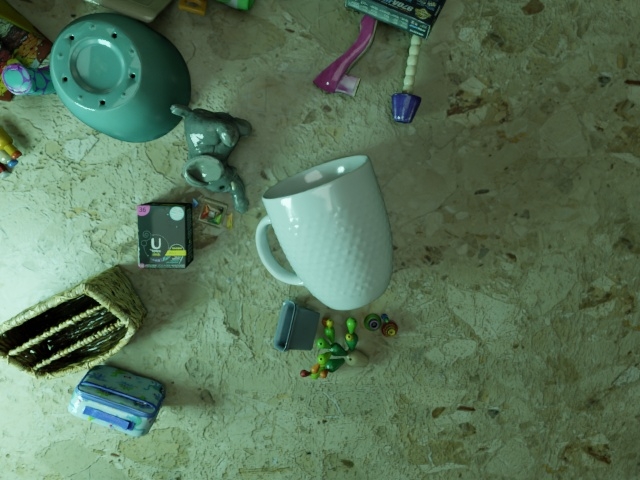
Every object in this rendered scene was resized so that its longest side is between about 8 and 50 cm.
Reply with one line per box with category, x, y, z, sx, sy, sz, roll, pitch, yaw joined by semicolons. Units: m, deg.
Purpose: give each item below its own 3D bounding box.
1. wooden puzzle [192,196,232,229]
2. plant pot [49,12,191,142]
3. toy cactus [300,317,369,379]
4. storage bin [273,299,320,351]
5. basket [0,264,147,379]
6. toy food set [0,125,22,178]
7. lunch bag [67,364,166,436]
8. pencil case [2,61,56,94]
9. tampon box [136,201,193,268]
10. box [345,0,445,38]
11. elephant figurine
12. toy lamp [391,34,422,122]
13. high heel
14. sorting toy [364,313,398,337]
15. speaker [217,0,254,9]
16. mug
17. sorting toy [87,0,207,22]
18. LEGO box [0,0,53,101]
wooden puzzle;-0.289;-0.072;1.247;0.116;0.014;0.079;11;98;-6
plant pot;-0.470;-0.378;1.070;0.292;0.235;0.293;-1;100;-4
toy cactus;0.054;0.314;1.311;0.180;0.112;0.219;28;94;-28
storage bin;-0.064;0.240;1.281;0.091;0.098;0.135;17;84;-26
basket;-0.618;0.231;1.166;0.299;0.223;0.214;-27;101;-1
toy food set;-0.835;-0.182;1.133;0.232;0.111;0.104;-40;100;0
lunch bag;-0.531;0.420;1.228;0.219;0.176;0.090;23;97;-7
pencil case;-0.670;-0.381;1.094;0.064;0.152;0.070;11;109;-2
tampon box;-0.399;-0.015;1.203;0.120;0.101;0.161;0;99;-5
box;0.195;-0.609;1.126;0.220;0.051;0.175;25;76;6
elephant figurine;-0.271;-0.195;1.168;0.186;0.169;0.239;29;114;20
toy lamp;0.235;-0.444;1.196;0.080;0.080;0.275;7;99;-6
high heel;0.069;-0.495;1.183;0.117;0.082;0.244;18;102;2
sorting toy;0.177;0.243;1.324;0.102;0.042;0.061;20;97;-7
speaker;-0.291;-0.659;1.093;0.296;0.131;0.131;22;97;-8
mug;0.000;0.000;1.178;0.374;0.276;0.328;-11;110;28
sorting toy;-0.444;-0.578;1.091;0.347;0.196;0.047;18;139;-7
LEGO box;-0.880;-0.546;0.938;0.500;0.372;0.193;42;94;-9
